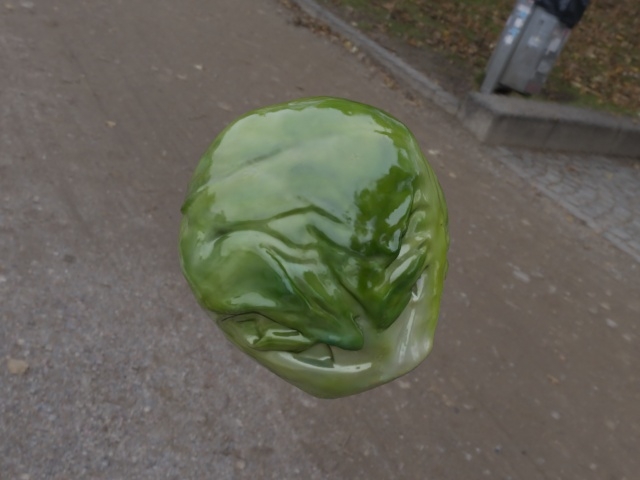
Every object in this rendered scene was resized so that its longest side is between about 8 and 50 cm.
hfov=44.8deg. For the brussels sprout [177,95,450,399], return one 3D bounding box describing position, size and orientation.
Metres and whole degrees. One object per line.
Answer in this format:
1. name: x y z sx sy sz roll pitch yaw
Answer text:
1. brussels sprout: 0.000 0.000 0.572 0.223 0.223 0.161 11 15 -23
